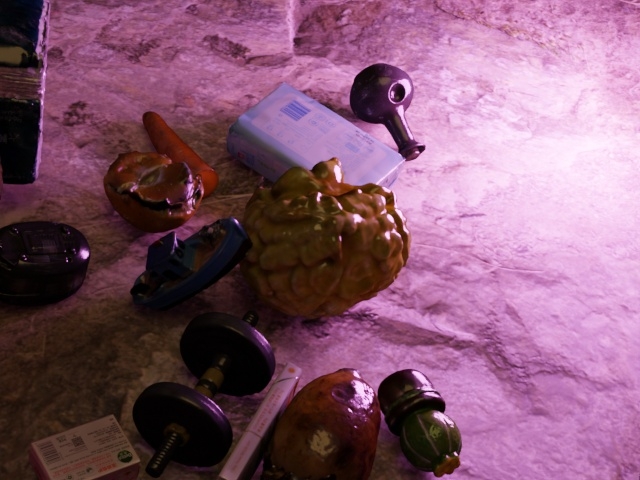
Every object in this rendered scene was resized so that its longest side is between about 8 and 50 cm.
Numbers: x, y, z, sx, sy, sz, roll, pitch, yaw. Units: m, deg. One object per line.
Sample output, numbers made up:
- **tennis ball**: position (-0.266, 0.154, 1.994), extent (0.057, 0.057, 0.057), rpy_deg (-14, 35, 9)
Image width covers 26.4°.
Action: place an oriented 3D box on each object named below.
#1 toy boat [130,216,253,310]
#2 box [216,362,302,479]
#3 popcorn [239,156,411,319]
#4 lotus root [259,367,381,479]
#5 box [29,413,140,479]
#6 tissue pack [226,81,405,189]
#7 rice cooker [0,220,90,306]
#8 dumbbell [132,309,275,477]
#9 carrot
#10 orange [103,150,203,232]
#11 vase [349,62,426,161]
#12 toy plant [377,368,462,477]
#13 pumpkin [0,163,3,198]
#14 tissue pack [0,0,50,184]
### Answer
- **toy boat**: position (-0.200, 0.024, 2.012), extent (0.097, 0.223, 0.100), rpy_deg (37, 36, -31)
- **box**: position (-0.090, 0.278, 1.853), extent (0.032, 0.122, 0.220), rpy_deg (25, 45, 8)
- **popcorn**: position (0.000, 0.000, 2.087), extent (0.270, 0.224, 0.258), rpy_deg (14, 36, 13)
- **lotus root**: position (0.008, 0.276, 1.850), extent (0.141, 0.169, 0.314), rpy_deg (24, 41, 7)
- **box**: position (-0.316, 0.295, 1.828), extent (0.125, 0.043, 0.089), rpy_deg (-16, 52, -29)
- **tissue pack**: position (-0.009, -0.144, 2.322), extent (0.263, 0.089, 0.177), rpy_deg (34, 48, 14)
- **rice cooker**: position (-0.423, 0.032, 2.016), extent (0.165, 0.106, 0.112), rpy_deg (-3, 50, -33)
- **dumbbell**: position (-0.159, 0.207, 1.889), extent (0.143, 0.143, 0.325), rpy_deg (24, 45, 8)
- **carrot**: position (-0.248, -0.154, 2.291), extent (0.061, 0.061, 0.209), rpy_deg (-18, 49, -30)
- **orange**: position (-0.263, -0.072, 2.160), extent (0.160, 0.112, 0.170), rpy_deg (1, 24, 3)
- **vase**: position (0.127, -0.224, 2.434), extent (0.120, 0.120, 0.183), rpy_deg (-15, 70, -28)
- **toy plant**: position (0.147, 0.265, 1.956), extent (0.093, 0.093, 0.162), rpy_deg (-11, 49, -25)
- **pumpkin**: position (-0.617, -0.017, 1.955), extent (0.325, 0.242, 0.232), rpy_deg (-6, 74, 2)
- **tissue pack**: position (-0.637, -0.253, 2.114), extent (0.416, 0.253, 0.264), rpy_deg (4, 33, -13)
